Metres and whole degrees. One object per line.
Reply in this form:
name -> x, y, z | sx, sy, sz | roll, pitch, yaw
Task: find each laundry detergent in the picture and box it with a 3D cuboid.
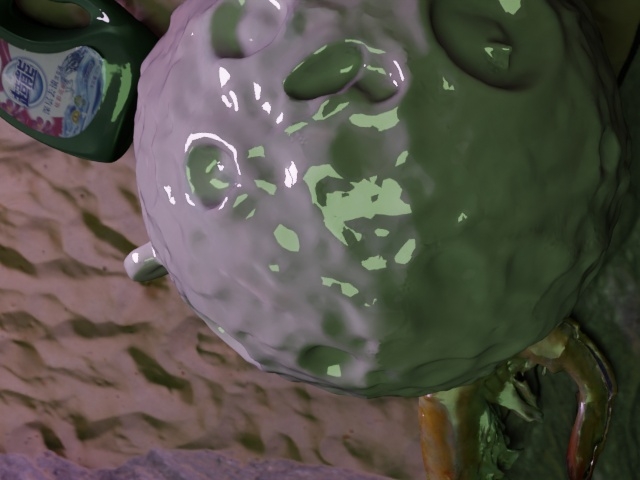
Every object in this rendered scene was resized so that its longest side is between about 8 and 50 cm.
laundry detergent -> -0.238, -0.159, 1.127 | 0.210, 0.063, 0.137 | 28, 116, 5

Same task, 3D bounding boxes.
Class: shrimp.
shrimp -> 0.168, 0.157, 1.162 | 0.173, 0.058, 0.253 | -10, 110, 11

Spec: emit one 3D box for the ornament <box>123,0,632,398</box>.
ornament -> 0.045, -0.061, 0.924 | 0.337, 0.337, 0.337 | 7, 116, 14
